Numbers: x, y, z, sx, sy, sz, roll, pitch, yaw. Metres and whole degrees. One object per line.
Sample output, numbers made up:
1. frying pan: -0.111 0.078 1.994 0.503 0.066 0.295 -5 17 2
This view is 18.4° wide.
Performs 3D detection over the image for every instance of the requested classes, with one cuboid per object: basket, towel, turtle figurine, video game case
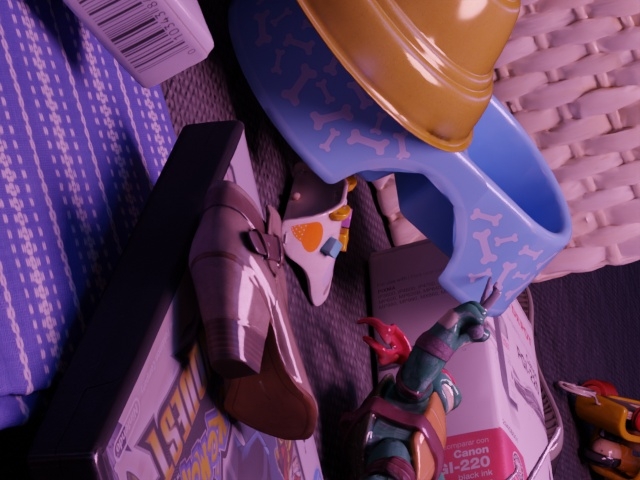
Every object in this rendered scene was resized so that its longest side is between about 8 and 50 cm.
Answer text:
1. basket: 0.180 -0.168 1.550 0.266 0.331 0.328 -71 144 -53
2. towel: -0.130 -0.046 0.886 0.336 0.040 0.243 -8 82 -77
3. turtle figurine: 0.069 0.136 1.251 0.175 0.118 0.234 67 29 -28
4. video game case: -0.052 0.116 0.907 0.275 0.035 0.248 -72 155 -58

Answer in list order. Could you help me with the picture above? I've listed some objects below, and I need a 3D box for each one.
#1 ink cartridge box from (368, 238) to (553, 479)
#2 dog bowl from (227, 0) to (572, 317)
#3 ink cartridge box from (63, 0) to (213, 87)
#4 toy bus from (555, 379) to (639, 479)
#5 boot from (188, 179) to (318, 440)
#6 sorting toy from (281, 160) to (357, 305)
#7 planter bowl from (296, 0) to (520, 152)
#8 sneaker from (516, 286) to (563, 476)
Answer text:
1. ink cartridge box: 0.106 0.125 1.441 0.158 0.092 0.218 56 23 -52
2. dog bowl: 0.063 -0.074 1.321 0.297 0.074 0.166 41 26 -30
3. ink cartridge box: -0.141 -0.212 0.901 0.223 0.045 0.224 49 17 -51
4. toy bus: 0.341 0.224 2.142 0.191 0.202 0.104 -6 112 -81
5. boot: -0.026 0.030 0.879 0.118 0.042 0.087 61 26 -60
6. sorting toy: 0.000 0.000 1.295 0.083 0.044 0.075 -77 168 -59
7. planter bowl: 0.062 -0.169 1.237 0.217 0.090 0.217 43 25 -26
8. sneaker: 0.142 0.120 1.639 0.118 0.083 0.222 86 -6 -52
